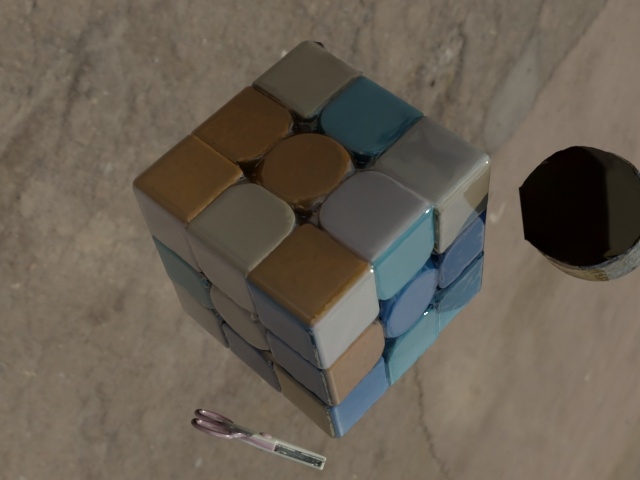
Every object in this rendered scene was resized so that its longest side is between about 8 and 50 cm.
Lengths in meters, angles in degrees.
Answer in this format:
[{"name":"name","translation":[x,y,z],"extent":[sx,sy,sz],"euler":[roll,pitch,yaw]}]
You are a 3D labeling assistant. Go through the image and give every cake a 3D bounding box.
[{"name":"cake","translation":[0.407,-0.035,1.524],"extent":[0.185,0.207,0.178],"euler":[-66,162,-2]}]

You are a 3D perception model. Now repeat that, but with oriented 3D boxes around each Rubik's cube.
[{"name":"Rubik's cube","translation":[0.000,0.000,1.408],"extent":[0.344,0.347,0.347],"euler":[-42,150,-19]}]

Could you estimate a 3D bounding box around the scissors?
[{"name":"scissors","translation":[-0.077,0.249,1.254],"extent":[0.085,0.176,0.022],"euler":[-126,-123,-86]}]
